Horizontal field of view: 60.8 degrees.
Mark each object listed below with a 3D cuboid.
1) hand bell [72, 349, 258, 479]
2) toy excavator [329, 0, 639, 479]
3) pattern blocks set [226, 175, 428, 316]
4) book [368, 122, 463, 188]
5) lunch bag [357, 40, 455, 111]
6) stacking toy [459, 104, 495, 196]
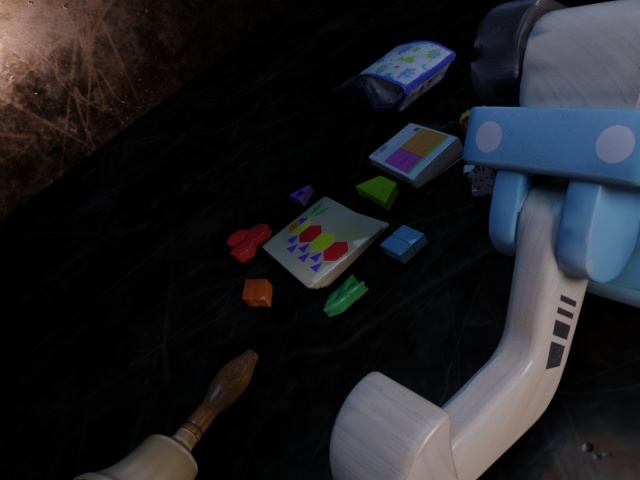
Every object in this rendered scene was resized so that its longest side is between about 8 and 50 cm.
[{"bbox_3d":[-0.140,0.209,0.615,0.126,0.126,0.242,-6,29,35],"label":"hand bell"},{"bbox_3d":[0.223,0.008,0.475,0.433,0.444,0.222,-2,12,-37],"label":"toy excavator"},{"bbox_3d":[0.000,0.000,0.824,0.286,0.026,0.325,-35,32,-4],"label":"pattern blocks set"},{"bbox_3d":[0.151,-0.141,0.884,0.096,0.035,0.144,-38,32,-4],"label":"book"},{"bbox_3d":[0.168,-0.317,1.046,0.129,0.096,0.151,-40,23,-12],"label":"lunch bag"},{"bbox_3d":[0.302,-0.152,0.752,0.221,0.052,0.166,-14,37,25],"label":"stacking toy"}]
